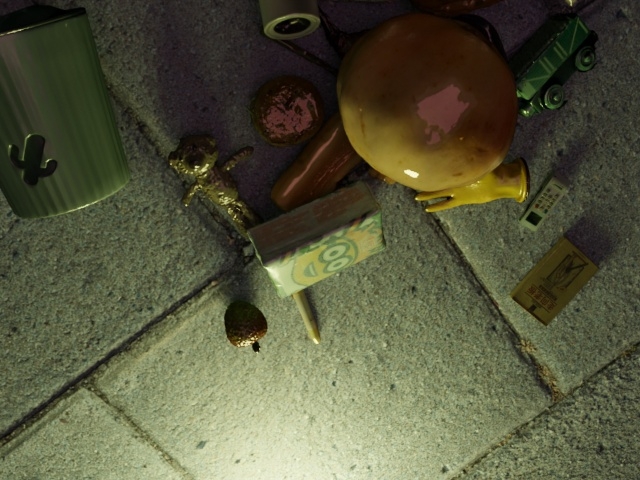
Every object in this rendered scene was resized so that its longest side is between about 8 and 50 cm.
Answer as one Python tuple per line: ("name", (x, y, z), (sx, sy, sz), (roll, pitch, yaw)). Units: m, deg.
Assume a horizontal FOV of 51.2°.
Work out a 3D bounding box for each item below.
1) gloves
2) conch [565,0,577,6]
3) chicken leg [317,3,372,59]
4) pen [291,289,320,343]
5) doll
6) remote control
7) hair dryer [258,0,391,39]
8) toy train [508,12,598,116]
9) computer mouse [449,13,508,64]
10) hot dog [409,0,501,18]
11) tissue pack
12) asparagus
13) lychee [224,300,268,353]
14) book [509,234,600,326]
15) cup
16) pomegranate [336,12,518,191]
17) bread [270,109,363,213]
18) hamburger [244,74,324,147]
("gloves", (0.381, -0.145, 1.738), (0.294, 0.116, 0.133), (-5, 101, -3))
("conch", (0.603, -0.687, 1.606), (0.158, 0.127, 0.255), (7, 85, 20))
("chicken leg", (0.074, -0.480, 1.589), (0.253, 0.051, 0.106), (19, 97, -16))
("pen", (-0.048, 0.180, 1.786), (0.040, 0.032, 0.233), (-19, 110, 0))
("doll", (-0.252, -0.125, 1.628), (0.203, 0.091, 0.285), (-6, 120, 3))
("remote control", (0.612, -0.107, 1.827), (0.065, 0.029, 0.166), (28, 105, -19))
("hair dryer", (0.029, -0.569, 1.507), (0.362, 0.128, 0.203), (-7, 83, -24))
("toy train", (0.578, -0.436, 1.669), (0.154, 0.115, 0.269), (39, 98, -25))
("computer mouse", (0.367, -0.418, 1.623), (0.170, 0.100, 0.269), (-3, 118, 33))
("hot dog", (0.362, -0.665, 1.503), (0.388, 0.174, 0.267), (-26, 100, 4))
("tissue pack", (0.000, 0.000, 1.635), (0.311, 0.128, 0.228), (-25, 155, -4))
("asparagus", (-0.035, -0.441, 1.593), (0.249, 0.024, 0.025), (26, 107, -19))
("lychee", (-0.194, 0.225, 1.729), (0.114, 0.114, 0.146), (-30, 92, -1))
("book", (0.669, 0.118, 1.912), (0.161, 0.026, 0.231), (38, 98, -20))
("cup", (-0.616, -0.281, 1.422), (0.310, 0.401, 0.392), (-32, 121, -36))
("pomegranate", (0.229, -0.285, 1.470), (0.412, 0.411, 0.411), (-3, 108, -10))
("bread", (0.002, -0.185, 1.644), (0.142, 0.091, 0.305), (38, 98, -30))
("hamburger", (-0.088, -0.302, 1.580), (0.186, 0.113, 0.177), (7, 107, -14))
